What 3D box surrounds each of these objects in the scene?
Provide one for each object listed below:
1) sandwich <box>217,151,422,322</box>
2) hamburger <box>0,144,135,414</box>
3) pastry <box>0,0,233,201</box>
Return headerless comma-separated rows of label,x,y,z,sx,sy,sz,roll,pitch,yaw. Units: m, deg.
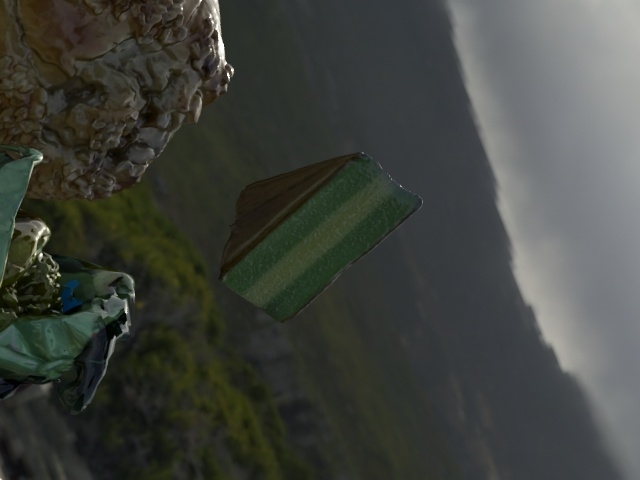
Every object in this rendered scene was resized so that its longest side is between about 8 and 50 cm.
sandwich,0.000,0.000,0.996,0.074,0.116,0.074,35,57,-32
hamburger,-0.249,0.009,0.947,0.260,0.276,0.151,-133,-140,-65
pastry,-0.226,-0.167,1.456,0.255,0.311,0.162,51,-2,-39
